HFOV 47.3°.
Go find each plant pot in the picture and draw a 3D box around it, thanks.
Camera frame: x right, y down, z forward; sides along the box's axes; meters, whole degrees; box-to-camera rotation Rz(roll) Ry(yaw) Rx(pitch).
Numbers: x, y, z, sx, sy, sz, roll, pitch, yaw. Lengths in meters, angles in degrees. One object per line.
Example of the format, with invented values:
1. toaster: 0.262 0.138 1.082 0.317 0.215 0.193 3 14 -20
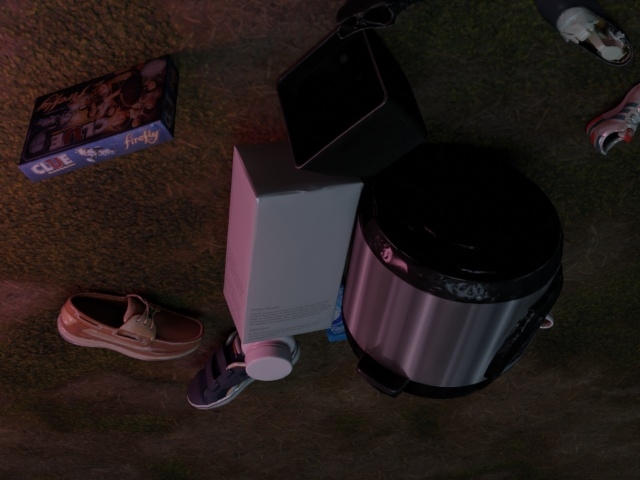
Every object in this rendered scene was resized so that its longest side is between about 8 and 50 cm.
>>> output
1. plant pot: 0.064 -0.210 1.177 0.188 0.188 0.167 -35 144 31

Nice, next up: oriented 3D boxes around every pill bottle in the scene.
1. pill bottle: -0.115 0.191 1.598 0.119 0.209 0.119 -4 140 -3

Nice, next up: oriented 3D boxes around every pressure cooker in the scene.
1. pressure cooker: 0.228 0.084 1.384 0.369 0.376 0.421 -4 136 -13

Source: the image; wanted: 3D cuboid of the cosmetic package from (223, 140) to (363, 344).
1. cosmetic package: -0.062 0.006 1.343 0.196 0.155 0.366 -7 133 -21

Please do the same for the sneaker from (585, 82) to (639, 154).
1. sneaker: 0.551 -0.214 1.296 0.057 0.075 0.161 25 132 -32

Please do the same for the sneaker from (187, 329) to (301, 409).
1. sneaker: -0.214 0.299 1.785 0.321 0.126 0.127 -31 139 12

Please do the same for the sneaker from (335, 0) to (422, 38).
1. sneaker: 0.105 -0.347 1.074 0.170 0.089 0.051 -8 140 3

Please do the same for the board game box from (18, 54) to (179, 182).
1. board game box: -0.344 -0.193 1.149 0.243 0.165 0.042 -15 139 11

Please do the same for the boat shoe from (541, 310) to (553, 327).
1. boat shoe: 0.422 0.160 1.705 0.276 0.096 0.098 4 135 -14

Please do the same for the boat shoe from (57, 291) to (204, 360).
1. boat shoe: -0.415 0.185 1.629 0.324 0.123 0.116 8 136 -18

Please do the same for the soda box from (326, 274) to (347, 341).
1. soda box: 0.033 0.144 1.666 0.067 0.071 0.210 -10 140 5

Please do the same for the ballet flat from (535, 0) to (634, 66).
1. ballet flat: 0.422 -0.331 1.147 0.203 0.074 0.074 23 133 -29
